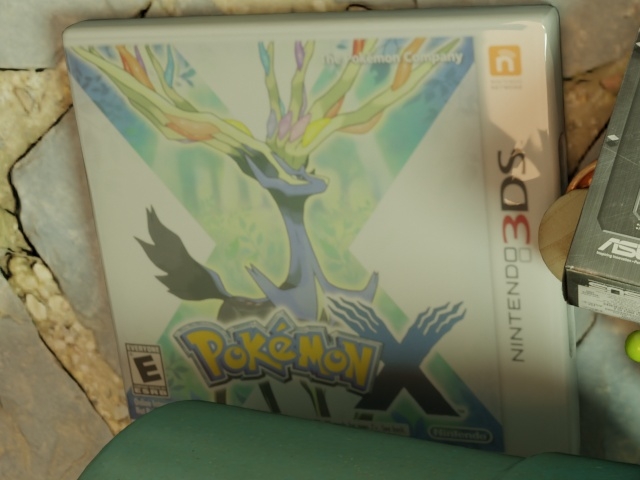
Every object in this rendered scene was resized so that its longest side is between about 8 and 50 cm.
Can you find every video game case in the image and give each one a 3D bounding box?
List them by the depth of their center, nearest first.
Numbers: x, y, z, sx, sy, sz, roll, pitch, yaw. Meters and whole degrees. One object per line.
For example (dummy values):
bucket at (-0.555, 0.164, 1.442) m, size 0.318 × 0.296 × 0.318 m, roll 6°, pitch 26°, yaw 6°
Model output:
video game case at (0.000, 0.000, 0.903) m, size 0.329 × 0.036 × 0.300 m, roll 2°, pitch 112°, yaw 23°

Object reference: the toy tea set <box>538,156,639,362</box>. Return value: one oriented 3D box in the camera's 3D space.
toy tea set at (0.280, 0.057, 0.756) m, size 0.336 × 0.124 × 0.200 m, roll 13°, pitch 116°, yaw 18°

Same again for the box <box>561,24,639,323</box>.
box at (0.259, -0.028, 0.704) m, size 0.231 × 0.183 × 0.056 m, roll 14°, pitch 159°, yaw 17°

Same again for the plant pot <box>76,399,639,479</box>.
plant pot at (0.025, 0.253, 0.815) m, size 0.334 × 0.341 × 0.341 m, roll 12°, pitch 116°, yaw 29°
